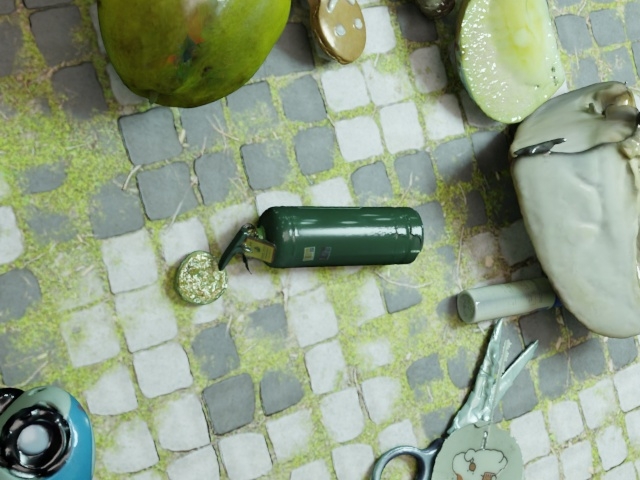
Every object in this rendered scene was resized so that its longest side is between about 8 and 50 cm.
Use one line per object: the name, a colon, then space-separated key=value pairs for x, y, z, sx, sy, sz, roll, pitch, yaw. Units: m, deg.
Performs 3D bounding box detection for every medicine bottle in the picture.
medicine bottle: x=0.346 y=0.098 z=1.500 sx=0.231 sy=0.059 sz=0.059 roll=-7 pitch=90 yaw=-25

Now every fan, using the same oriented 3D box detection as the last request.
fan: x=0.276 y=0.324 z=1.449 sx=0.191 sy=0.009 sz=0.329 roll=14 pitch=85 yaw=-25

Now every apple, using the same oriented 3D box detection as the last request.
apple: x=0.292 y=-0.329 z=1.461 sx=0.193 sy=0.120 sz=0.265 roll=-35 pitch=121 yaw=-14

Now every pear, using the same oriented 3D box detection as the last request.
pear: x=-0.174 y=-0.333 z=1.182 sx=0.269 sy=0.269 sz=0.321 roll=25 pitch=76 yaw=-21

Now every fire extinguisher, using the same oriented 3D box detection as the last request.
fire extinguisher: x=0.000 y=0.000 z=1.331 sx=0.311 sy=0.095 sz=0.114 roll=1 pitch=119 yaw=-26

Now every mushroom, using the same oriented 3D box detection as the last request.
mushroom: x=0.476 y=-0.044 z=1.494 sx=0.224 sy=0.313 sz=0.397 roll=-16 pitch=109 yaw=18

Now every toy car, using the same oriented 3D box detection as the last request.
toy car: x=-0.374 y=0.312 z=1.089 sx=0.190 sy=0.188 sz=0.255 roll=44 pitch=68 yaw=-25

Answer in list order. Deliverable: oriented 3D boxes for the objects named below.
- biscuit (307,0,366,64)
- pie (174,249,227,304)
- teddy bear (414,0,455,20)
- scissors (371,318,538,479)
biscuit: x=0.001 y=-0.439 z=1.337 sx=0.216 sy=0.047 sz=0.339 roll=-24 pitch=99 yaw=-48
pie: x=-0.177 y=0.057 z=1.284 sx=0.084 sy=0.021 sz=0.084 roll=3 pitch=83 yaw=-28
teddy bear: x=0.198 y=-0.460 z=1.397 sx=0.140 sy=0.190 sz=0.177 roll=28 pitch=85 yaw=-19
scissors: x=0.260 y=0.311 z=1.465 sx=0.256 sy=0.029 sz=0.383 roll=38 pitch=71 yaw=-19
